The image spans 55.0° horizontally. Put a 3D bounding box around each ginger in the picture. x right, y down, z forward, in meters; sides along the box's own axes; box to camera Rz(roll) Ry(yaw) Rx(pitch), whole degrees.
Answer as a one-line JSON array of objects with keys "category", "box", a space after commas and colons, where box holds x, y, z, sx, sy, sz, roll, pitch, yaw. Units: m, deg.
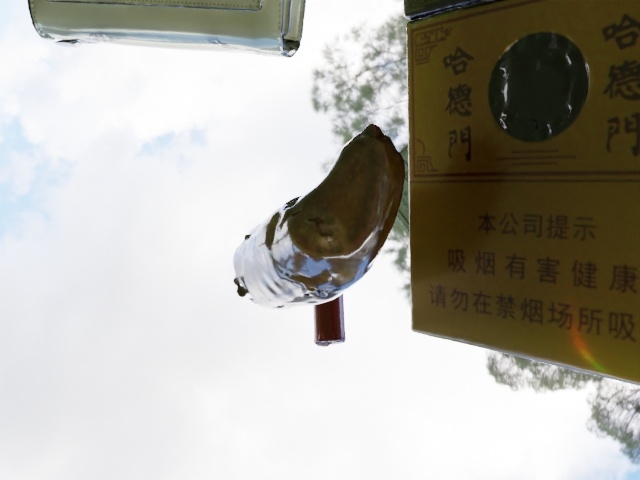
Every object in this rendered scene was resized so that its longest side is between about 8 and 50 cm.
[{"category": "ginger", "box": [-0.013, 0.007, 0.593, 0.133, 0.309, 0.107, -29, -93, -19]}]

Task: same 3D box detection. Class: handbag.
[{"category": "handbag", "box": [-0.203, -0.380, 0.841, 0.359, 0.160, 0.236, 6, -80, 9]}]

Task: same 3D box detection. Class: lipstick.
[{"category": "lipstick", "box": [0.016, 0.090, 1.351, 0.073, 0.073, 0.279, -8, -109, 15]}]

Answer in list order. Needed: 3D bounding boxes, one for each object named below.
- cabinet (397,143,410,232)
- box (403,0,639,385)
[{"category": "cabinet", "box": [0.244, -0.142, 1.264, 0.206, 0.150, 0.145, -42, -102, 36]}, {"category": "box", "box": [0.201, -0.112, 0.501, 0.265, 0.116, 0.414, 8, -78, 48]}]
